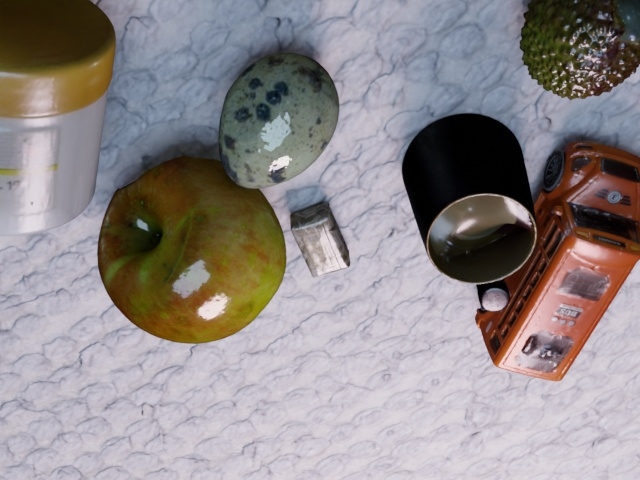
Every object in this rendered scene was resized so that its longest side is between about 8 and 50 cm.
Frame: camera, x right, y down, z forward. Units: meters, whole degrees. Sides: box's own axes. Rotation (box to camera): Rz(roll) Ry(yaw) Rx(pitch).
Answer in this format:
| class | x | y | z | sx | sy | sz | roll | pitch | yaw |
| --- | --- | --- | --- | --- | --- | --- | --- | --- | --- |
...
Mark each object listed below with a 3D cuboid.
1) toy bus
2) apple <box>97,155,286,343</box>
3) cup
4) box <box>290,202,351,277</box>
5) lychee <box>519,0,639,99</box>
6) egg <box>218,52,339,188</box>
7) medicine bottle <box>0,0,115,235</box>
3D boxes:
| class | x | y | z | sx | sy | sz | roll | pitch | yaw |
| --- | --- | --- | --- | --- | --- | --- | --- | --- | --- |
| toy bus | 0.341 | 0.032 | 1.462 | 0.143 | 0.153 | 0.329 | 16 | 122 | -13 |
| apple | -0.165 | 0.014 | 1.412 | 0.246 | 0.246 | 0.226 | -37 | 149 | 22 |
| cup | 0.221 | -0.029 | 1.398 | 0.166 | 0.177 | 0.239 | -35 | 120 | 20 |
| box | 0.000 | 0.000 | 1.491 | 0.062 | 0.045 | 0.098 | -16 | 126 | 9 |
| lychee | 0.312 | -0.246 | 1.268 | 0.171 | 0.171 | 0.171 | -1 | 125 | -1 |
| egg | -0.057 | -0.147 | 1.320 | 0.141 | 0.141 | 0.181 | 30 | 99 | -21 |
| medicine bottle | -0.371 | -0.160 | 1.244 | 0.238 | 0.238 | 0.232 | 10 | 125 | -9 |
